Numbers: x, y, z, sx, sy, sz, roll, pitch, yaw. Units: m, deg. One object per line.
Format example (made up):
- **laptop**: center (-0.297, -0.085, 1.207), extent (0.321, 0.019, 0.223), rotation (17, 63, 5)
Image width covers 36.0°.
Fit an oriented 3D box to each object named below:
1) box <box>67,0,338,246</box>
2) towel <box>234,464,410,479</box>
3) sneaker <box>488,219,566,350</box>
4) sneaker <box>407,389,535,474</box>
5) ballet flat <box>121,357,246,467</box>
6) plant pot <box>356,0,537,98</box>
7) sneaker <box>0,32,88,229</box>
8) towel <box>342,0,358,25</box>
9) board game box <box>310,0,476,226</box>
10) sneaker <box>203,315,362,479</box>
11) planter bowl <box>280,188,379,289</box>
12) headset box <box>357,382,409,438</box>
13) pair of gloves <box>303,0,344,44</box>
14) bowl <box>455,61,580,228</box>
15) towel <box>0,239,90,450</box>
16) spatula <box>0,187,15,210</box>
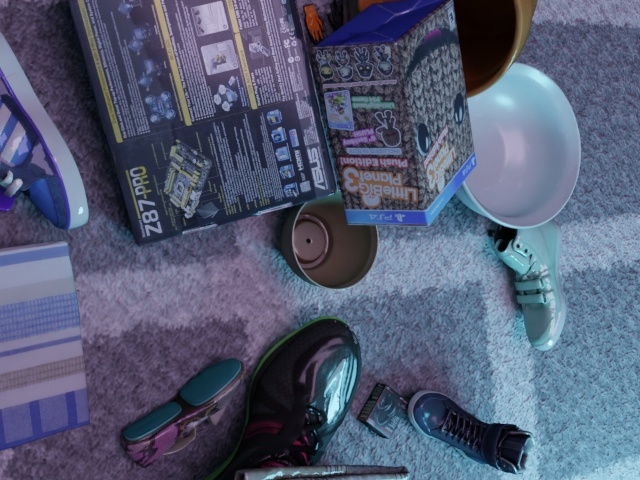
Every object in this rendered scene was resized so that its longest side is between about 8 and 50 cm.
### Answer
- **box**: center (-0.169, -0.220, 1.444), extent (0.318, 0.097, 0.395), rotation (-17, 107, -11)
- **towel**: center (-0.024, 0.471, 1.419), extent (0.324, 0.056, 0.312), rotation (9, 104, -37)
- **sneaker**: center (0.375, 0.073, 1.836), extent (0.151, 0.094, 0.256), rotation (13, 72, -35)
- **sneaker**: center (0.272, 0.334, 1.719), extent (0.226, 0.163, 0.086), rotation (34, 73, -29)
- **ballet flat**: center (-0.201, 0.269, 1.518), extent (0.221, 0.077, 0.079), rotation (-35, 123, -21)
- **plant pot**: center (0.234, -0.401, 1.631), extent (0.203, 0.290, 0.291), rotation (-40, 109, -46)
- **sneaker**: center (-0.484, -0.119, 1.325), extent (0.236, 0.130, 0.323), rotation (-31, 101, -27)
- **towel**: center (0.121, -0.360, 1.729), extent (0.187, 0.049, 0.282), rotation (-1, 89, -34)
- **board game box**: center (0.123, -0.201, 1.532), extent (0.232, 0.141, 0.291), rotation (-47, 132, -49)
- **sneaker**: center (-0.057, 0.340, 1.516), extent (0.185, 0.202, 0.483), rotation (38, 71, -24)
- **planter bowl**: center (0.000, 0.000, 1.615), extent (0.162, 0.109, 0.162), rotation (1, 88, -29)
- **headset box**: center (0.107, 0.299, 1.710), extent (0.062, 0.032, 0.083), rotation (41, 68, -23)
- **pair of gloves**: center (0.011, -0.374, 1.693), extent (0.083, 0.010, 0.074), rotation (-17, 97, -30)
- **bowl**: center (0.320, -0.165, 1.792), extent (0.297, 0.134, 0.298), rotation (2, 87, -31)
- **towel**: center (-0.435, 0.148, 1.386), extent (0.209, 0.034, 0.285), rotation (-12, 100, -37)
- **spatula**: center (-0.494, 0.004, 1.375), extent (0.084, 0.030, 0.297), rotation (22, 77, -28)
